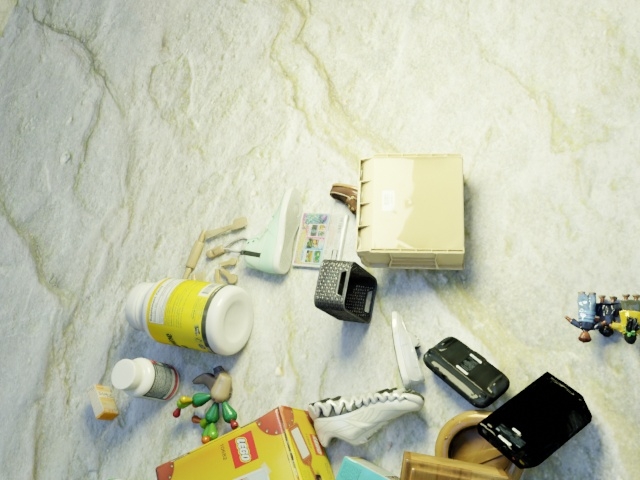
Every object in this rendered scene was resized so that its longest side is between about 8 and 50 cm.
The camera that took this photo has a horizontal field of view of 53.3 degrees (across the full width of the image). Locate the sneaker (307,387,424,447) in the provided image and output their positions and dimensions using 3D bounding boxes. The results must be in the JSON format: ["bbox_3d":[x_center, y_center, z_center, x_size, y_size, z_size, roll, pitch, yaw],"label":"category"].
[{"bbox_3d":[0.112,0.415,1.503,0.292,0.110,0.119,-17,75,25],"label":"sneaker"}]

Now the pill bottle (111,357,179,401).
[{"bbox_3d":[-0.483,0.381,1.758,0.107,0.180,0.108,-9,67,23],"label":"pill bottle"}]

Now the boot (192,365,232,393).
[{"bbox_3d":[-0.293,0.399,1.741,0.118,0.042,0.087,-32,70,23],"label":"boot"}]

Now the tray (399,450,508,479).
[{"bbox_3d":[0.237,0.650,1.268,0.202,0.076,0.411,9,87,5],"label":"tray"}]

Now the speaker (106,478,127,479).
[{"bbox_3d":[-0.462,0.709,1.633,0.296,0.131,0.131,6,73,39],"label":"speaker"}]

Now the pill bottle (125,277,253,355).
[{"bbox_3d":[-0.368,0.202,1.765,0.333,0.188,0.188,5,73,29],"label":"pill bottle"}]

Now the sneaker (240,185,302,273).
[{"bbox_3d":[-0.144,-0.035,1.799,0.151,0.094,0.256,3,71,31],"label":"sneaker"}]

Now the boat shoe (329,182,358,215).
[{"bbox_3d":[0.110,-0.101,1.708,0.206,0.073,0.073,15,76,30],"label":"boat shoe"}]

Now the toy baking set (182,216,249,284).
[{"bbox_3d":[-0.304,0.044,1.889,0.196,0.030,0.256,11,77,26],"label":"toy baking set"}]

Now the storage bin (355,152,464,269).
[{"bbox_3d":[0.224,-0.071,1.570,0.260,0.123,0.263,1,71,9],"label":"storage bin"}]

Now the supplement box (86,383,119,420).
[{"bbox_3d":[-0.638,0.474,1.870,0.036,0.062,0.098,-39,60,9],"label":"supplement box"}]

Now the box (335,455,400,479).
[{"bbox_3d":[0.162,0.561,1.415,0.244,0.100,0.060,19,82,31],"label":"box"}]

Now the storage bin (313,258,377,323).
[{"bbox_3d":[0.065,0.128,1.580,0.084,0.180,0.122,3,73,27],"label":"storage bin"}]

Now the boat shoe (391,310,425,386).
[{"bbox_3d":[0.210,0.256,1.532,0.063,0.066,0.184,-10,59,1],"label":"boat shoe"}]

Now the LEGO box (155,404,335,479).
[{"bbox_3d":[-0.132,0.691,1.456,0.372,0.193,0.501,-28,61,15],"label":"LEGO box"}]

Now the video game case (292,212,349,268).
[{"bbox_3d":[0.000,0.000,1.757,0.143,0.019,0.157,3,73,28],"label":"video game case"}]

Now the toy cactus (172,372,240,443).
[{"bbox_3d":[-0.286,0.438,1.674,0.218,0.112,0.181,20,91,33],"label":"toy cactus"}]

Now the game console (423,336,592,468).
[{"bbox_3d":[0.383,0.320,1.387,0.213,0.044,0.361,-27,39,-23],"label":"game console"}]

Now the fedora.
[{"bbox_3d":[0.347,0.460,1.372,0.194,0.079,0.195,-10,68,24],"label":"fedora"}]

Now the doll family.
[{"bbox_3d":[0.623,0.169,1.353,0.192,0.076,0.112,0,76,32],"label":"doll family"}]
